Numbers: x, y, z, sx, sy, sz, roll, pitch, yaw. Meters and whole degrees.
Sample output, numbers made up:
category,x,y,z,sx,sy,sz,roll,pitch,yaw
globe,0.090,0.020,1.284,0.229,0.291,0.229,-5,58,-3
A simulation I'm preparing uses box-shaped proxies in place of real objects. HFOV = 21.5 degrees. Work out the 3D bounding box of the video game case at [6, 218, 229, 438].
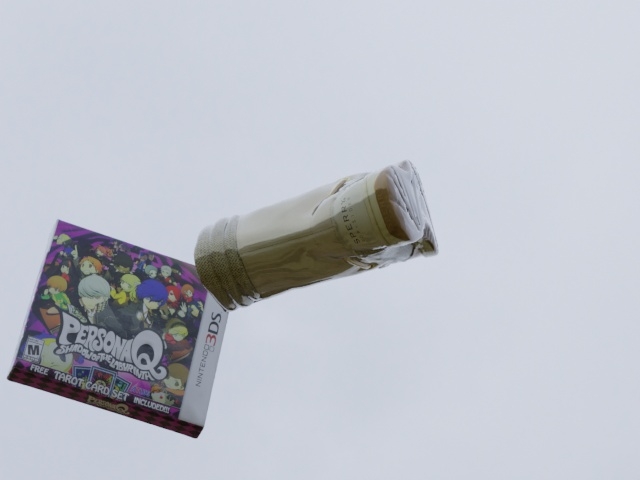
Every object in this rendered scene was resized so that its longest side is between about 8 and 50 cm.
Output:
category,x,y,z,sx,sy,sz,roll,pitch,yaw
video game case,-0.227,0.102,1.972,0.232,0.210,0.042,20,-36,-12

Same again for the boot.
category,x,y,z,sx,sy,sz,roll,pitch,yaw
boot,0.000,0.000,1.575,0.203,0.095,0.262,-19,-2,11
